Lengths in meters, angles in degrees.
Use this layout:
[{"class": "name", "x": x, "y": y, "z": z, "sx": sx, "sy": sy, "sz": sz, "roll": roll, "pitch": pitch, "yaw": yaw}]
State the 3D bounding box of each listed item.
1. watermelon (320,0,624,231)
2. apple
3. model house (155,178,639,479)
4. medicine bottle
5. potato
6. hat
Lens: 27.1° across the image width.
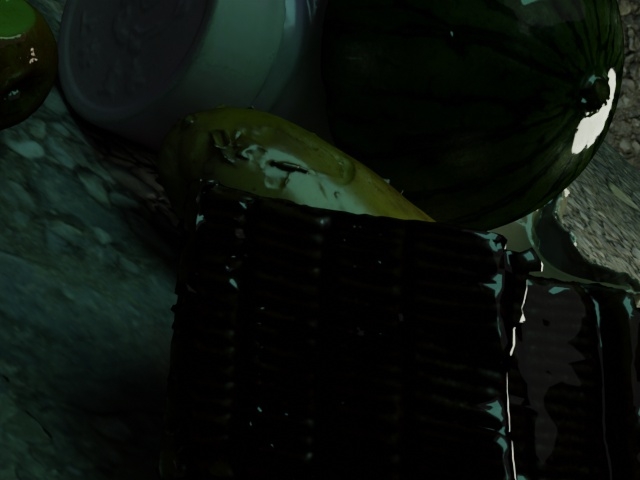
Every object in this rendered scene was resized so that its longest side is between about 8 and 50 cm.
[{"class": "watermelon", "x": 0.164, "y": -0.167, "z": 1.170, "sx": 0.189, "sy": 0.331, "sz": 0.330, "roll": 1, "pitch": -7, "yaw": 35}, {"class": "apple", "x": -0.249, "y": -0.131, "z": 0.958, "sx": 0.102, "sy": 0.099, "sz": 0.114, "roll": 40, "pitch": 43, "yaw": 16}, {"class": "model house", "x": 0.018, "y": 0.122, "z": 0.803, "sx": 0.282, "sy": 0.297, "sz": 0.317, "roll": 10, "pitch": 75, "yaw": -36}, {"class": "medicine bottle", "x": -0.052, "y": -0.155, "z": 1.218, "sx": 0.325, "sy": 0.212, "sz": 0.212, "roll": 19, "pitch": 29, "yaw": -46}, {"class": "potato", "x": 0.000, "y": 0.000, "z": 1.067, "sx": 0.300, "sy": 0.140, "sz": 0.173, "roll": 32, "pitch": 30, "yaw": -20}, {"class": "hat", "x": 0.273, "y": 0.029, "z": 1.665, "sx": 0.244, "sy": 0.149, "sz": 0.214, "roll": -10, "pitch": 50, "yaw": -19}]
